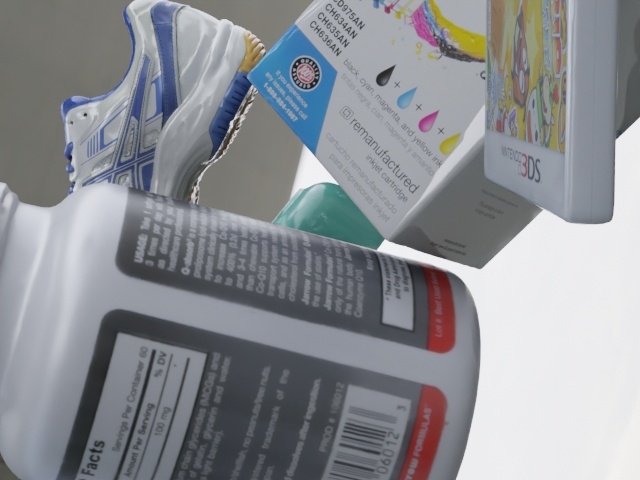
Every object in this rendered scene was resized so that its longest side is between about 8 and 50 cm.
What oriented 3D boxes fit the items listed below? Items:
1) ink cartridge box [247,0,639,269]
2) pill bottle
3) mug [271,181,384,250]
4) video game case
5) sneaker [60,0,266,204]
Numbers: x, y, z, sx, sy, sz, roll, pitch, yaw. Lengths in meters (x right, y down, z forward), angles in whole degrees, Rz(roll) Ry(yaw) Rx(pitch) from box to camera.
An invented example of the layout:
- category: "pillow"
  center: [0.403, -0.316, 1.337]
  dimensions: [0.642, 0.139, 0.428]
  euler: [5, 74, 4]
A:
- category: "ink cartridge box"
  center: [0.110, -0.126, 0.932]
  dimensions: [0.232, 0.171, 0.168]
  euler: [-46, -26, 15]
- category: "pill bottle"
  center: [-0.094, 0.079, 0.915]
  dimensions: [0.210, 0.363, 0.210]
  euler: [-165, 90, -79]
- category: "mug"
  center: [-0.005, 0.007, 1.360]
  dimensions: [0.129, 0.097, 0.158]
  euler: [-52, 1, -5]
- category: "video game case"
  center: [0.111, -0.132, 0.678]
  dimensions: [0.206, 0.026, 0.226]
  euler: [-113, 23, -81]
- category: "sneaker"
  center: [-0.160, -0.053, 1.089]
  dimensions: [0.296, 0.131, 0.112]
  euler: [-63, 1, 1]
